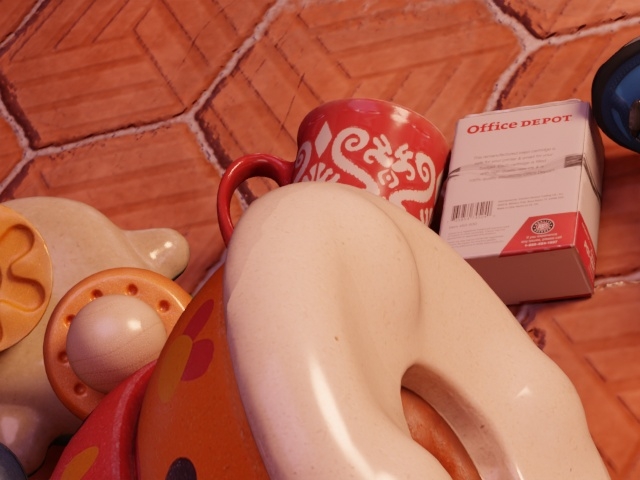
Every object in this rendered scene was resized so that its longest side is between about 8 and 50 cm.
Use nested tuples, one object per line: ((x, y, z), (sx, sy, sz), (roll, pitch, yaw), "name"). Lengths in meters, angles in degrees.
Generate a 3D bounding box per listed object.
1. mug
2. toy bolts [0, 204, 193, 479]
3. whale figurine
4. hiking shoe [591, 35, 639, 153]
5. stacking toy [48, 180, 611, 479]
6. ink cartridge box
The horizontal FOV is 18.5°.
((0.007, 0.005, 1.360), (0.150, 0.113, 0.169), (-12, 48, 32), "mug")
((-0.202, 0.089, 1.209), (0.218, 0.158, 0.228), (32, 86, 6), "toy bolts")
((-0.155, 0.088, 1.366), (0.272, 0.141, 0.216), (25, 62, 15), "whale figurine")
((0.286, -0.068, 1.241), (0.304, 0.113, 0.132), (16, 31, 40), "hiking shoe")
((-0.086, 0.221, 1.103), (0.480, 0.350, 0.350), (-33, 39, 21), "stacking toy")
((0.139, -0.025, 1.347), (0.099, 0.056, 0.135), (-7, 47, 22), "ink cartridge box")
